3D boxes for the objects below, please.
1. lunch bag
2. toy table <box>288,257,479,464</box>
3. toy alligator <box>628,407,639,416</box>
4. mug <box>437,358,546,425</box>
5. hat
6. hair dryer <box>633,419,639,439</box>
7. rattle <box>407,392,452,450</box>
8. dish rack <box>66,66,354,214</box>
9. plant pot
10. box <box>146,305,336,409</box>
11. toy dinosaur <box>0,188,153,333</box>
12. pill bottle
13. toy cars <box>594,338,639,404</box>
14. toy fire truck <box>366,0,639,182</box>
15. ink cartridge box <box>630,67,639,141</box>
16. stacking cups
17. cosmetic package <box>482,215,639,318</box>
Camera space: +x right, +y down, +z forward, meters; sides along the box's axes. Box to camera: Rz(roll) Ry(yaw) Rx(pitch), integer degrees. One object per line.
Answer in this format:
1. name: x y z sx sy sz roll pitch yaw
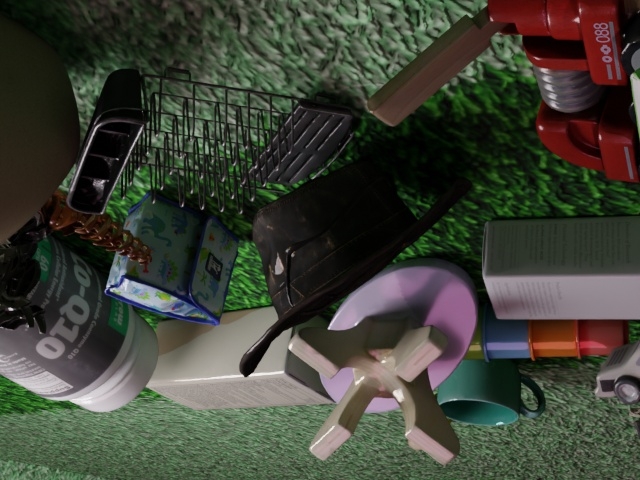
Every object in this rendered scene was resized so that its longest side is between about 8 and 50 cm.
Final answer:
1. lunch bag: -0.183 0.028 1.140 0.151 0.129 0.096 25 150 -26
2. toy table: 0.085 0.161 1.149 0.252 0.161 0.274 28 120 1
3. toy alligator: 0.581 0.254 1.399 0.189 0.056 0.051 -7 106 33
4. mug: 0.266 0.234 1.414 0.158 0.097 0.129 24 150 -26
5. hat: 0.000 0.000 0.960 0.134 0.331 0.331 50 149 4
6. hair dryer: 0.654 0.316 1.376 0.293 0.080 0.223 -8 180 6
7. rattle: 0.168 0.306 1.624 0.143 0.130 0.200 22 179 1
8. dish rack: -0.108 -0.089 0.902 0.271 0.074 0.208 5 158 -23
9. plant pot: -0.340 -0.110 0.825 0.191 0.284 0.284 -17 170 -35
10. box: -0.126 0.198 1.454 0.311 0.121 0.148 -10 147 34
11. toy dinosaur: -0.371 -0.011 1.031 0.322 0.218 0.164 6 167 19
12. pill bottle: -0.406 0.113 1.299 0.204 0.204 0.361 -3 150 25
13. toy cars: 0.455 0.151 0.974 0.176 0.087 0.393 -20 -168 -13
14. toy fire truck: 0.187 -0.130 0.707 0.246 0.158 0.217 9 156 29
15. ink cartridge box: 0.357 -0.097 0.574 0.273 0.115 0.198 -34 143 4
16. stacking cups: 0.261 0.120 1.223 0.316 0.096 0.096 -6 149 19
17. cosmetic package: 0.312 0.033 1.028 0.231 0.085 0.117 -2 150 19
